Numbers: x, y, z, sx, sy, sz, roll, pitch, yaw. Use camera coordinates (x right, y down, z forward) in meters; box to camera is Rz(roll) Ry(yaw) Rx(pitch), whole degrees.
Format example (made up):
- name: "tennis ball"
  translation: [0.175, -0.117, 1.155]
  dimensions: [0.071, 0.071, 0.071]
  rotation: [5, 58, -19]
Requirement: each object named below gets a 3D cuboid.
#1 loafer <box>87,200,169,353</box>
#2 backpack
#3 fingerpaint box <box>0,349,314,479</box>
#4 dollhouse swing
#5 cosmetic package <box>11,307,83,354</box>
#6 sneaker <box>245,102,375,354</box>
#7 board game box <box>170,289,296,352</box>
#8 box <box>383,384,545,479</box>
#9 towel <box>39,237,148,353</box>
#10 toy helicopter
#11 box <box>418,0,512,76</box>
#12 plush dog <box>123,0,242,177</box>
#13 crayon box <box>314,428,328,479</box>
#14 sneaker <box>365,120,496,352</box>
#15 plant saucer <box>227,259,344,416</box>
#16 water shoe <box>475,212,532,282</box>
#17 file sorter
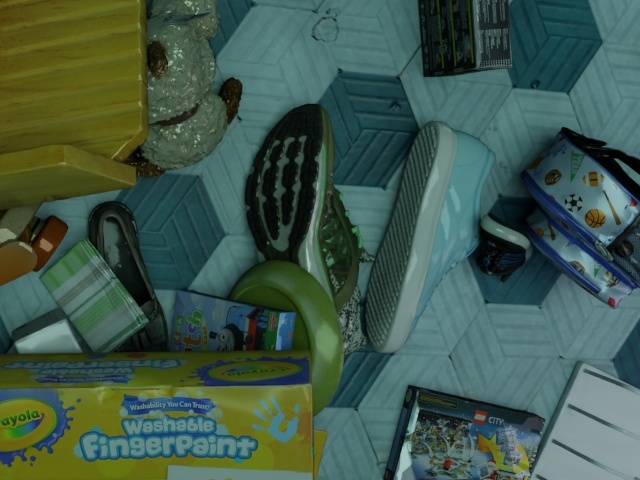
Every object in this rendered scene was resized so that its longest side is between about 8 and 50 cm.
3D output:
- name: "loafer"
  translation: [-0.284, 0.077, 1.771]
  dimensions: [0.096, 0.084, 0.267]
  rotation: [-15, 98, -8]
- name: "backpack"
  translation: [0.430, -0.042, 1.894]
  dimensions: [0.213, 0.276, 0.263]
  rotation: [-43, 101, 5]
- name: "fingerpaint box"
  translation: [-0.229, 0.343, 1.627]
  dimensions: [0.444, 0.163, 0.371]
  rotation: [-2, 102, 0]
- name: "dollhouse swing"
  translation: [-0.418, -0.254, 1.499]
  dimensions: [0.315, 0.305, 0.347]
  rotation: [-8, 71, 15]
- name: "cosmetic package"
  translation: [-0.354, 0.220, 1.750]
  dimensions: [0.085, 0.117, 0.231]
  rotation: [-26, 102, -13]
- name: "sneaker"
  translation: [0.000, 0.000, 1.848]
  dimensions: [0.182, 0.158, 0.410]
  rotation: [-3, 94, -47]
- name: "board game box"
  translation: [-0.134, 0.165, 1.767]
  dimensions: [0.039, 0.211, 0.160]
  rotation: [4, 94, -49]
- name: "box"
  translation: [0.233, 0.335, 1.962]
  dimensions: [0.233, 0.044, 0.159]
  rotation: [15, 90, -16]
- name: "towel"
  translation: [-0.328, 0.086, 1.747]
  dimensions: [0.113, 0.023, 0.152]
  rotation: [-38, 89, 27]
- name: "toy helicopter"
  translation: [-0.481, 0.077, 1.639]
  dimensions: [0.140, 0.235, 0.355]
  rotation: [36, 84, -16]
- name: "box"
  translation: [0.206, -0.382, 1.808]
  dimensions: [0.060, 0.216, 0.270]
  rotation: [-7, 95, -16]
- name: "plush dog"
  translation: [-0.214, -0.205, 1.734]
  dimensions: [0.262, 0.210, 0.225]
  rotation: [-32, 128, -10]
- name: "crayon box"
  translation: [-0.128, 0.418, 1.846]
  dimensions: [0.203, 0.083, 0.323]
  rotation: [14, 91, -17]
- name: "sneaker"
  translation: [0.184, 0.009, 1.878]
  dimensions: [0.150, 0.135, 0.366]
  rotation: [16, 94, -20]
- name: "plant saucer"
  translation: [-0.069, 0.149, 1.769]
  dimensions: [0.037, 0.241, 0.241]
  rotation: [-7, 97, -47]
- name: "water shoe"
  translation: [0.279, 0.020, 1.880]
  dimensions: [0.073, 0.203, 0.080]
  rotation: [35, 91, 25]
- name: "file sorter"
  translation: [0.476, 0.370, 1.969]
  dimensions: [0.193, 0.173, 0.278]
  rotation: [26, 87, -17]
